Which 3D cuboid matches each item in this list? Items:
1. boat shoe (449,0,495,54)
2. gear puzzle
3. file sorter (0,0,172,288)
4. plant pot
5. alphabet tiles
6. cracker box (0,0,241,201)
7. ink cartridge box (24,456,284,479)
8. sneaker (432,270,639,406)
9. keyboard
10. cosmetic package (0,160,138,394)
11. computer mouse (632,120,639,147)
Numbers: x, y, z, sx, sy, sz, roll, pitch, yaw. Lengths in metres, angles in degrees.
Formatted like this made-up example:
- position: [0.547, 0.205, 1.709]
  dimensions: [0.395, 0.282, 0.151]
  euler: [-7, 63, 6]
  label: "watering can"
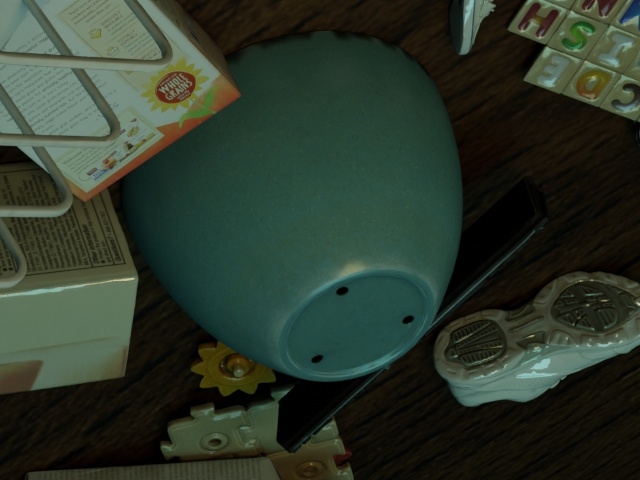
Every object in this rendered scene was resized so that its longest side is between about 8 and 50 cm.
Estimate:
- position: [0.127, -0.194, 1.570]
  dimensions: [0.035, 0.035, 0.100]
  euler: [-9, 132, -13]
  label: "boat shoe"
- position: [-0.065, 0.193, 1.904]
  dimensions: [0.175, 0.044, 0.339]
  euler: [-13, 137, 3]
  label: "gear puzzle"
- position: [-0.223, -0.122, 1.230]
  dimensions: [0.193, 0.173, 0.277]
  euler: [0, 135, -50]
  label: "file sorter"
- position: [0.000, 0.000, 1.596]
  dimensions: [0.290, 0.195, 0.290]
  euler: [-14, 139, -12]
  label: "plant pot"
- position: [0.287, -0.186, 1.632]
  dimensions: [0.237, 0.009, 0.198]
  euler: [17, 127, -22]
  label: "alphabet tiles"
- position: [-0.186, -0.145, 1.443]
  dimensions: [0.156, 0.067, 0.232]
  euler: [-33, 141, 10]
  label: "cracker box"
- position: [-0.125, 0.341, 1.969]
  dimensions: [0.330, 0.071, 0.324]
  euler: [-3, 137, -5]
  label: "ink cartridge box"
- position: [0.228, 0.104, 1.925]
  dimensions: [0.232, 0.090, 0.115]
  euler: [-14, 147, 2]
  label: "sneaker"
- position: [0.080, 0.061, 1.733]
  dimensions: [0.317, 0.201, 0.033]
  euler: [-42, 103, 13]
  label: "keyboard"
- position: [-0.307, 0.038, 1.523]
  dimensions: [0.296, 0.153, 0.129]
  euler: [-6, 136, -19]
  label: "cosmetic package"
- position: [0.427, -0.130, 1.769]
  dimensions: [0.272, 0.072, 0.188]
  euler: [-24, 141, 17]
  label: "computer mouse"
